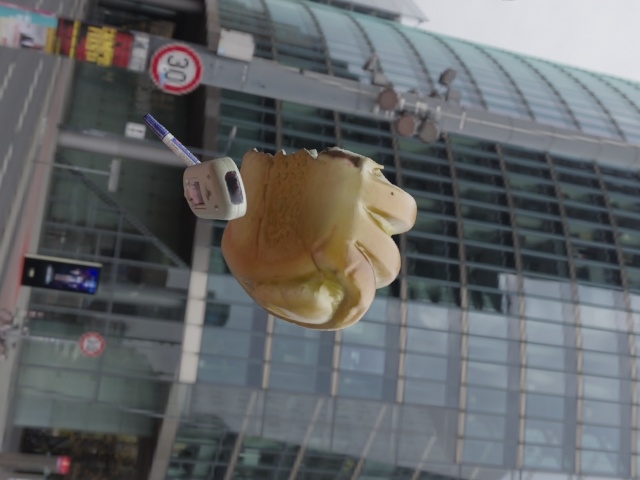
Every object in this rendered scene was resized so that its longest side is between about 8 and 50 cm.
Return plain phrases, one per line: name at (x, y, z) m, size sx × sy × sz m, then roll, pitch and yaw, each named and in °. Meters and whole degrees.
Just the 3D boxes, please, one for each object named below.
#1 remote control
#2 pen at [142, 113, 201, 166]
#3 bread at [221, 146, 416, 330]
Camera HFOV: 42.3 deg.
remote control at (-0.144, -0.066, 1.091) m, size 0.221 × 0.042 × 0.078 m, roll -172°, pitch -113°, yaw -71°
pen at (-0.295, -0.190, 1.737) m, size 0.025 × 0.204 × 0.025 m, roll -45°, pitch -177°, yaw 3°
bread at (0.000, 0.000, 1.257) m, size 0.316 × 0.211 × 0.270 m, roll 4°, pitch -99°, yaw 48°
